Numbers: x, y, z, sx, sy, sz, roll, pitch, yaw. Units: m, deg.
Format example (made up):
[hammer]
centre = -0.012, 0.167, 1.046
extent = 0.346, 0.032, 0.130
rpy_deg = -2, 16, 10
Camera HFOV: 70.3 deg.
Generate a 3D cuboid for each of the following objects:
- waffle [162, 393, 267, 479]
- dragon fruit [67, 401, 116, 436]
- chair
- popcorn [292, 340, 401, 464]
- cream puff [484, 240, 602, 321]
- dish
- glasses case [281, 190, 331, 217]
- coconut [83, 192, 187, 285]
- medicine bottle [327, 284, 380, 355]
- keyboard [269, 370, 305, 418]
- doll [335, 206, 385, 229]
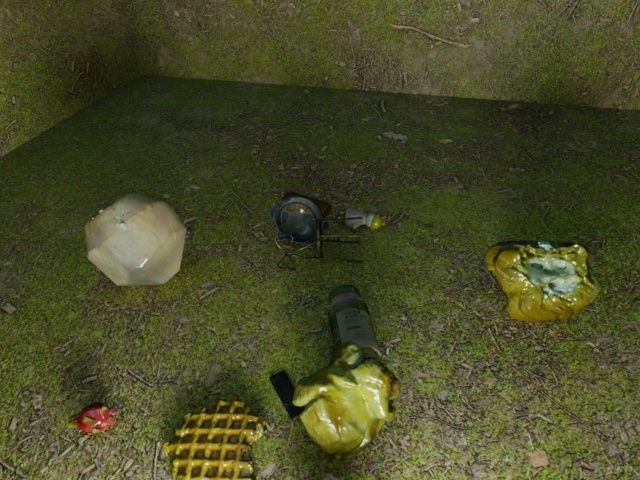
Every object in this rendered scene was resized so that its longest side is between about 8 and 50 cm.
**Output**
[waffle]
centre = -0.259, 0.533, 1.178
extent = 0.291, 0.051, 0.291
rpy_deg = -4, 41, 3
[dragon fruit]
centre = -0.622, 0.486, 1.239
extent = 0.116, 0.081, 0.086
rpy_deg = 0, 50, 3
[chair]
centre = 0.000, 0.000, 1.735
extent = 0.326, 0.159, 0.170
rpy_deg = -2, 37, 0
[popcorn]
centre = 0.074, 0.400, 1.151
extent = 0.276, 0.276, 0.225
rpy_deg = -30, 66, -29
[cream puff]
centre = 0.707, 0.128, 1.496
extent = 0.324, 0.269, 0.274
rpy_deg = 3, 5, 7
[dish]
centre = -0.101, -0.063, 1.851
extent = 0.236, 0.086, 0.228
rpy_deg = 34, 66, -4
[glasses case]
centre = -0.062, -0.160, 2.016
extent = 0.218, 0.049, 0.075
rpy_deg = 19, 44, 25
[coconut]
centre = -0.647, 0.009, 1.643
extent = 0.353, 0.352, 0.352
rpy_deg = -2, 39, 2
[medicine bottle]
centre = 0.095, 0.266, 1.418
extent = 0.134, 0.133, 0.274
rpy_deg = -7, 39, -5
[keyboard]
centre = -0.095, 0.441, 1.310
extent = 0.053, 0.010, 0.155
rpy_deg = -20, 42, -22
[doll]
centre = 0.169, -0.090, 1.891
extent = 0.207, 0.081, 0.129
rpy_deg = 10, 49, 13
